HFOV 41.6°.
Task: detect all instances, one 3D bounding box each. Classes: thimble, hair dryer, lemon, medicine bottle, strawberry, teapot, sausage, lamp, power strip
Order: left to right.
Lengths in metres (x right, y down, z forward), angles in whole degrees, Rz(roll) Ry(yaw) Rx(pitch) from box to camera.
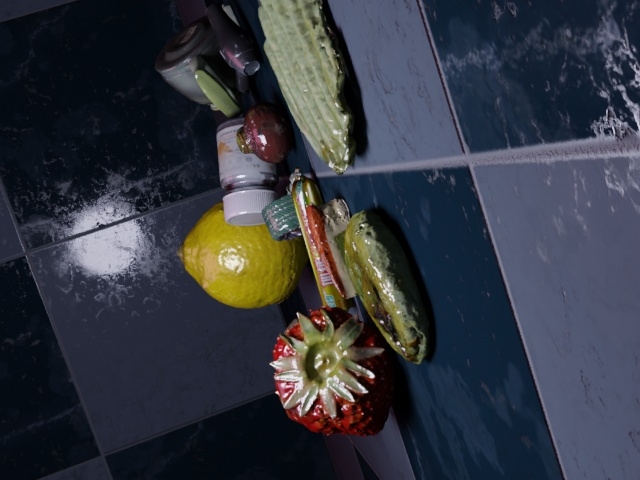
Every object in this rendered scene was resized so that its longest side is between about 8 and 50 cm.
[{"bbox_3d":[-0.296,-0.488,2.399,0.239,0.239,0.322,48,163,-33],"label":"teapot"},{"bbox_3d":[-0.231,-0.477,2.251,0.235,0.091,0.271,57,164,25],"label":"hair dryer"},{"bbox_3d":[-0.236,-0.583,2.319,0.047,0.030,0.191,85,163,-64],"label":"power strip"},{"bbox_3d":[-0.225,0.034,2.490,0.350,0.388,0.349,179,90,-87],"label":"lemon"},{"bbox_3d":[-0.196,-0.188,2.300,0.165,0.165,0.273,108,157,-75],"label":"medicine bottle"},{"bbox_3d":[-0.141,-0.262,2.094,0.157,0.135,0.156,104,146,-70],"label":"lamp"},{"bbox_3d":[-0.071,-0.060,2.095,0.118,0.135,0.090,77,170,-78],"label":"thimble"},{"bbox_3d":[-0.070,-0.110,2.194,0.091,0.091,0.163,-118,27,-42],"label":"lamp"},{"bbox_3d":[0.000,0.000,2.014,0.082,0.082,0.371,-144,36,-74],"label":"sausage"},{"bbox_3d":[0.042,0.299,1.890,0.343,0.292,0.292,54,-167,-69],"label":"strawberry"}]

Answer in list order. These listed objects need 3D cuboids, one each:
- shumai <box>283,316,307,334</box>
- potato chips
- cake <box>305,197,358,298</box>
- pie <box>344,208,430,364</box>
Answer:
[{"bbox_3d":[-0.003,0.397,2.389,0.283,0.217,0.346,92,154,-65],"label":"shumai"},{"bbox_3d":[-0.022,-0.317,1.524,0.358,0.070,0.429,112,136,-72],"label":"potato chips"},{"bbox_3d":[0.037,0.001,1.741,0.220,0.086,0.116,-117,10,-45],"label":"cake"},{"bbox_3d":[0.115,0.087,1.528,0.323,0.071,0.323,159,90,-81],"label":"pie"}]
